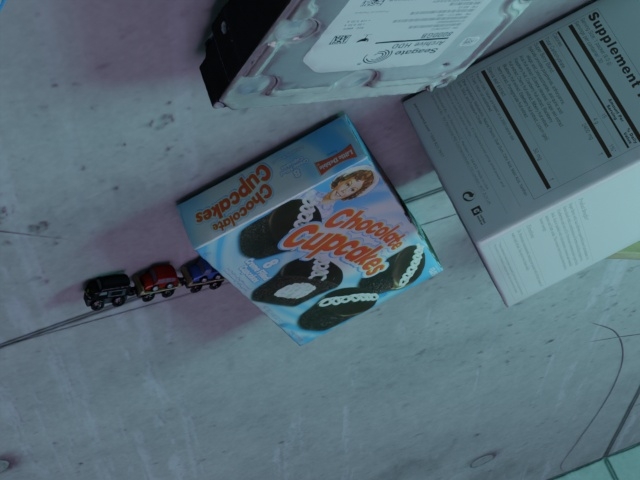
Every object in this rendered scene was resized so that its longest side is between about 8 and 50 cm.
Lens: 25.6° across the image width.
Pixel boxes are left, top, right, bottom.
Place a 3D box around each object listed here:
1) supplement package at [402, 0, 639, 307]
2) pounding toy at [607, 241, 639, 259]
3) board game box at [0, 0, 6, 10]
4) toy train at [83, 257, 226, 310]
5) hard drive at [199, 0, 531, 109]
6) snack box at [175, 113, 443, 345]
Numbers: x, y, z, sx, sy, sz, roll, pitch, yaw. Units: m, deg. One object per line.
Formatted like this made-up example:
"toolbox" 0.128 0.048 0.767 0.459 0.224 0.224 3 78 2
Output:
"supplement package" 0.259 -0.098 1.361 0.293 0.175 0.177 -27 152 5
"pounding toy" 0.356 -0.083 1.580 0.181 0.094 0.206 2 134 -34
"board game box" -0.256 -0.240 0.641 0.308 0.086 0.302 19 135 -24
"toy train" -0.163 0.041 1.428 0.158 0.027 0.036 -10 139 -27
"hard drive" 0.071 -0.207 1.059 0.237 0.064 0.339 -8 161 -29
"snack box" 0.000 0.000 1.451 0.187 0.060 0.322 -29 153 7
